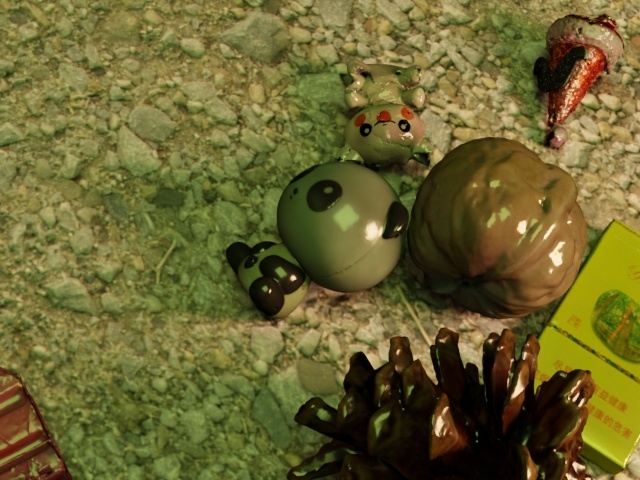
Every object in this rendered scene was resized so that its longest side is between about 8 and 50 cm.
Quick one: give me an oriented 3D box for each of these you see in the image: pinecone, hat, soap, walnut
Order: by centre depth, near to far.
[{"bbox_3d":[0.134,0.269,1.227,0.385,0.384,0.384,3,62,-5],"label":"pinecone"},{"bbox_3d":[-0.449,0.276,1.278,0.250,0.099,0.162,-25,68,-19],"label":"soap"},{"bbox_3d":[0.245,-0.018,1.442,0.248,0.248,0.248,3,62,-5],"label":"walnut"},{"bbox_3d":[0.387,-0.250,1.664,0.140,0.129,0.227,10,74,45],"label":"hat"}]

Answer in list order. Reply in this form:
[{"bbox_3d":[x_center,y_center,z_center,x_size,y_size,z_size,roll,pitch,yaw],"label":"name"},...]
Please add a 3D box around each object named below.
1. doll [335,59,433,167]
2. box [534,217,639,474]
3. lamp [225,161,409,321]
[{"bbox_3d":[0.093,-0.185,1.587,0.149,0.095,0.192,1,64,1],"label":"doll"},{"bbox_3d":[0.413,0.140,1.481,0.187,0.047,0.335,33,64,11],"label":"box"},{"bbox_3d":[0.000,0.000,1.437,0.244,0.197,0.197,-35,71,-4],"label":"lamp"}]
